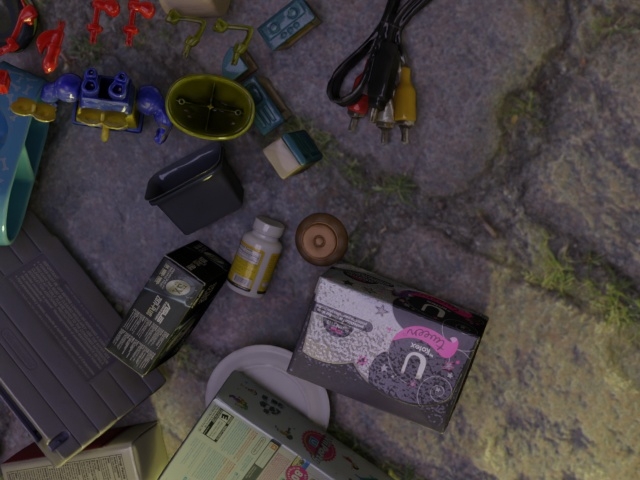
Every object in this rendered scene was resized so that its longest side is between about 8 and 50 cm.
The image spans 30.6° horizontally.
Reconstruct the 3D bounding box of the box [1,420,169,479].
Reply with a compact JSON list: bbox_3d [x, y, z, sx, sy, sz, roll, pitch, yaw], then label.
[{"bbox_3d":[-0.366,0.390,1.872,0.232,0.127,0.148,-11,96,14],"label":"box"}]

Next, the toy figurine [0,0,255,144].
[{"bbox_3d":[-0.283,-0.232,1.735,0.363,0.217,0.191,5,81,-8],"label":"toy figurine"}]

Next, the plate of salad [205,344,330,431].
[{"bbox_3d":[-0.081,0.254,1.824,0.200,0.048,0.199,3,103,12],"label":"plate of salad"}]

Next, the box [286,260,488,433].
[{"bbox_3d":[0.101,0.151,1.718,0.247,0.142,0.163,21,103,9],"label":"box"}]

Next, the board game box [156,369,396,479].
[{"bbox_3d":[-0.074,0.377,1.783,0.303,0.097,0.224,35,115,0],"label":"board game box"}]

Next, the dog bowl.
[{"bbox_3d":[-0.475,-0.125,1.770,0.074,0.166,0.297,12,68,-2],"label":"dog bowl"}]

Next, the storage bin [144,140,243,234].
[{"bbox_3d":[-0.185,-0.077,1.783,0.135,0.098,0.091,-26,120,15],"label":"storage bin"}]

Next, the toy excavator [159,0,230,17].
[{"bbox_3d":[-0.185,-0.599,1.644,0.222,0.445,0.433,-1,57,14],"label":"toy excavator"}]

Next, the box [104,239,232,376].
[{"bbox_3d":[-0.228,0.101,1.784,0.077,0.147,0.180,36,104,6],"label":"box"}]

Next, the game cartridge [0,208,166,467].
[{"bbox_3d":[-0.426,0.144,1.806,0.355,0.230,0.068,52,137,1],"label":"game cartridge"}]

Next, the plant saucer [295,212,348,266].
[{"bbox_3d":[0.000,0.000,1.784,0.083,0.015,0.083,2,100,13],"label":"plant saucer"}]

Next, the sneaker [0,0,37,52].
[{"bbox_3d":[-0.565,-0.396,1.798,0.300,0.121,0.111,40,105,4],"label":"sneaker"}]

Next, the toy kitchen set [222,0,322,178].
[{"bbox_3d":[-0.036,-0.223,1.702,0.166,0.122,0.207,-35,90,16],"label":"toy kitchen set"}]

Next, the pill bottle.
[{"bbox_3d":[-0.096,0.024,1.784,0.065,0.065,0.116,24,103,8],"label":"pill bottle"}]

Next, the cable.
[{"bbox_3d":[0.100,-0.286,1.711,0.139,0.072,0.287,16,90,27],"label":"cable"}]
